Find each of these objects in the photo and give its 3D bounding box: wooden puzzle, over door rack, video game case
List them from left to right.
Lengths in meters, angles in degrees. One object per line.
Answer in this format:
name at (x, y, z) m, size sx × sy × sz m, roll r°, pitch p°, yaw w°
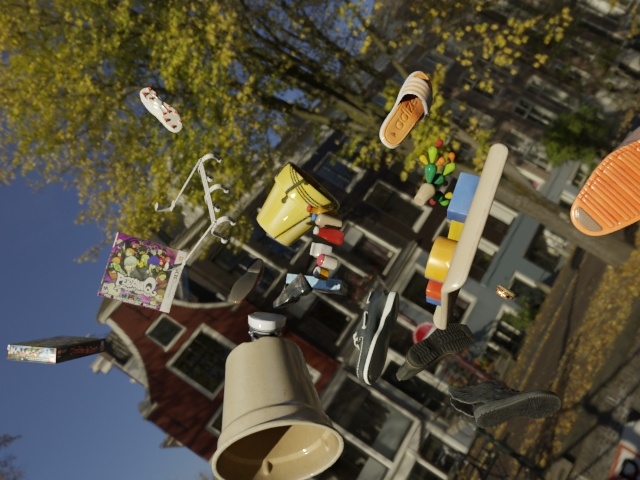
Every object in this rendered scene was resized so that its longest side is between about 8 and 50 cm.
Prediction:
video game case at (-0.571, 0.105, 1.839) m, size 0.042 × 0.232 × 0.210 m, roll 9°, pitch 81°, yaw 70°
over door rack at (-0.375, -0.081, 1.748) m, size 0.108 × 0.239 × 0.324 m, roll 8°, pitch -33°, yaw -44°
wooden puzzle at (0.294, 0.000, 1.217) m, size 0.348 × 0.080 × 0.322 m, roll 72°, pitch -141°, yaw -68°

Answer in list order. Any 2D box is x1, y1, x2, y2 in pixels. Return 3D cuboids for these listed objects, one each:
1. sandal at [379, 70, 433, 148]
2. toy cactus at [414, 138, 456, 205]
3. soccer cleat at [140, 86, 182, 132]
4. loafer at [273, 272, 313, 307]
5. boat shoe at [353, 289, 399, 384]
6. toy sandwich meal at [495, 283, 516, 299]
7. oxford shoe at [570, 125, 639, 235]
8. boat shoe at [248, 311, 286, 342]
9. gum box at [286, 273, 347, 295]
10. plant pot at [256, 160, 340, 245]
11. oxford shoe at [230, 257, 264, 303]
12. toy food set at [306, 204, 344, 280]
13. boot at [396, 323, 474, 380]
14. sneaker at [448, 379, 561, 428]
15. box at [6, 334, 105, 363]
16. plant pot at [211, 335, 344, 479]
sandal at (0.259, -0.367, 1.589) m, size 0.265 × 0.102 × 0.076 m, roll -61°, pitch 19°, yaw -20°
toy cactus at (0.335, -0.178, 1.719) m, size 0.180 × 0.112 × 0.219 m, roll -46°, pitch -36°, yaw -29°
soccer cleat at (-0.551, -0.449, 1.983) m, size 0.068 × 0.196 × 0.076 m, roll -42°, pitch -1°, yaw -22°
loafer at (-0.090, 0.159, 1.749) m, size 0.062 × 0.061 × 0.170 m, roll 0°, pitch -28°, yaw -48°
boat shoe at (0.140, 0.258, 1.554) m, size 0.302 × 0.091 × 0.114 m, roll -60°, pitch -35°, yaw -46°
toy sandwich meal at (0.647, 0.184, 1.990) m, size 0.029 × 0.085 × 0.085 m, roll -57°, pitch -11°, yaw 11°
oxford shoe at (0.612, -0.139, 1.091) m, size 0.364 × 0.130 × 0.133 m, roll -41°, pitch -5°, yaw -3°
boat shoe at (-0.164, 0.267, 1.679) m, size 0.301 × 0.108 × 0.102 m, roll 148°, pitch 128°, yaw -80°
gum box at (-0.010, 0.152, 1.960) m, size 0.157 × 0.184 × 0.041 m, roll 45°, pitch -128°, yaw -74°
plant pot at (-0.098, -0.120, 2.079) m, size 0.239 × 0.254 × 0.254 m, roll -48°, pitch -9°, yaw 10°
oxford shoe at (-0.259, 0.162, 2.090) m, size 0.212 × 0.076 × 0.076 m, roll -58°, pitch -30°, yaw -42°
toy food set at (0.000, 0.000, 1.770) m, size 0.111 × 0.104 × 0.232 m, roll -17°, pitch 58°, yaw 63°
boot at (0.287, 0.288, 1.464) m, size 0.198 × 0.077 × 0.137 m, roll -15°, pitch -30°, yaw -22°
sneaker at (0.309, 0.267, 0.968) m, size 0.089 × 0.170 × 0.051 m, roll -90°, pitch -17°, yaw -68°
box at (-0.775, 0.320, 1.688) m, size 0.233 × 0.159 × 0.044 m, roll 11°, pitch -99°, yaw -77°
plant pot at (-0.131, 0.441, 1.530) m, size 0.305 × 0.334 × 0.334 m, roll -105°, pitch 29°, yaw -45°
